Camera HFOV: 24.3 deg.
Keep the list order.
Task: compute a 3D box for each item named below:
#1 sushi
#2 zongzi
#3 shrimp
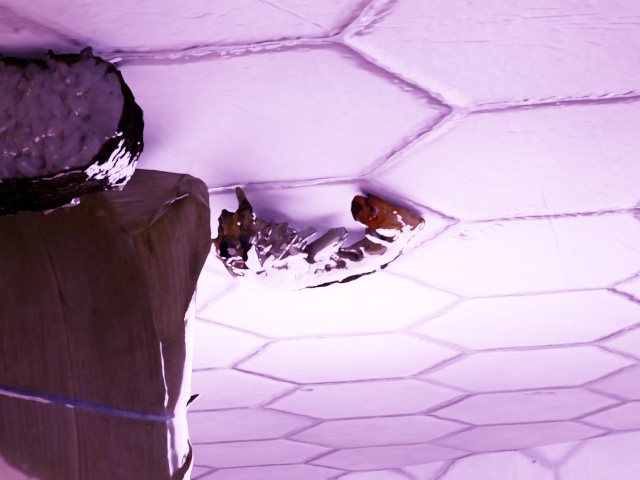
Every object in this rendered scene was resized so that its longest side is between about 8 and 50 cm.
[{"bbox_3d":[-0.185,-0.065,0.908,0.150,0.091,0.078,-6,167,3],"label":"sushi"},{"bbox_3d":[-0.244,0.149,1.004,0.356,0.393,0.174,-2,-175,-35],"label":"zongzi"},{"bbox_3d":[0.000,0.001,1.217,0.173,0.058,0.253,-13,165,5],"label":"shrimp"}]
